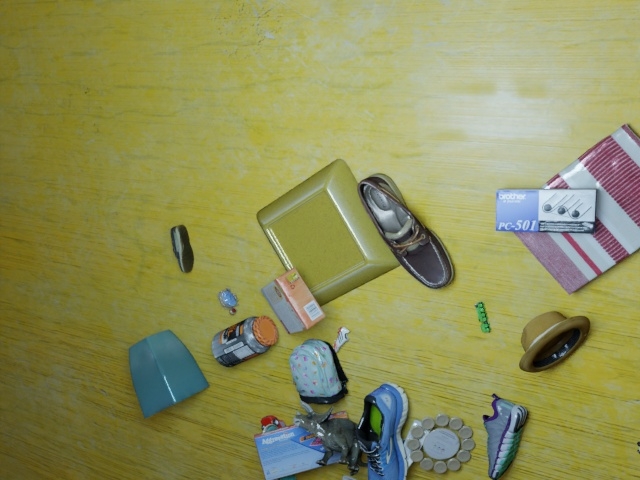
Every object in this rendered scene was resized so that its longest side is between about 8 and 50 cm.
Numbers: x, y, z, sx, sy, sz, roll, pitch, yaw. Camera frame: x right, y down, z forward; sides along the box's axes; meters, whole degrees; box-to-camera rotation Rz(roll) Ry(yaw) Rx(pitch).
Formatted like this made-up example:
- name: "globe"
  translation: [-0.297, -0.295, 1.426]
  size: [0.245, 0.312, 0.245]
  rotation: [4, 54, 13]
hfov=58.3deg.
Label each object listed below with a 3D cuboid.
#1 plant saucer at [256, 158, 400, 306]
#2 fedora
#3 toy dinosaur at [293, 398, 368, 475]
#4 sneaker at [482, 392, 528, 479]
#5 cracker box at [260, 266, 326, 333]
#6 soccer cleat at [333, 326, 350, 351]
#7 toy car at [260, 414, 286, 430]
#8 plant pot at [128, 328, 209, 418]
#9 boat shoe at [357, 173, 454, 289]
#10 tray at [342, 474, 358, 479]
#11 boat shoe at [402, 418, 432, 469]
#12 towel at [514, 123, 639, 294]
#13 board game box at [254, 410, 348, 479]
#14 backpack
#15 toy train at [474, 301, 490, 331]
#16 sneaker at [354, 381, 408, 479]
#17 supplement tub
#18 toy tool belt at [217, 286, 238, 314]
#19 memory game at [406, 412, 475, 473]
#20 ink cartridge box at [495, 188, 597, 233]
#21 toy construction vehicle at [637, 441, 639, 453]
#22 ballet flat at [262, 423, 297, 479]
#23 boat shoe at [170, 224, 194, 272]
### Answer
- name: "plant saucer"
  translation: [0.000, 0.000, 1.567]
  size: [0.333, 0.081, 0.332]
  rotation: [-31, 90, 29]
- name: "fedora"
  translation: [0.534, 0.227, 1.348]
  size: [0.194, 0.194, 0.079]
  rotation: [-58, 40, 26]
- name: "toy dinosaur"
  translation: [0.071, 0.565, 1.624]
  size: [0.314, 0.160, 0.121]
  rotation: [30, 140, -30]
- name: "sneaker"
  translation: [0.462, 0.510, 1.496]
  size: [0.098, 0.083, 0.223]
  rotation: [27, 111, 40]
- name: "cracker box"
  translation: [-0.080, 0.171, 1.587]
  size: [0.155, 0.067, 0.232]
  rotation: [57, 159, 1]
- name: "soccer cleat"
  translation: [0.061, 0.287, 1.644]
  size: [0.036, 0.029, 0.083]
  rotation: [22, 108, 24]
- name: "toy car"
  translation: [-0.104, 0.682, 1.818]
  size: [0.239, 0.053, 0.224]
  rotation: [28, 115, 17]
- name: "plant pot"
  translation: [-0.520, 0.428, 1.895]
  size: [0.166, 0.165, 0.234]
  rotation: [-32, 81, 29]
- name: "boat shoe"
  translation: [0.204, -0.017, 1.432]
  size: [0.123, 0.123, 0.342]
  rotation: [-34, 86, 22]
- name: "tray"
  translation: [0.130, 0.849, 1.762]
  size: [0.145, 0.030, 0.270]
  rotation: [11, 108, 22]
- name: "boat shoe"
  translation: [0.248, 0.584, 1.616]
  size: [0.063, 0.066, 0.184]
  rotation: [33, 117, 26]
- name: "towel"
  translation: [0.612, -0.063, 1.279]
  size: [0.329, 0.037, 0.237]
  rotation: [-42, 81, 27]
- name: "board game box"
  translation: [-0.043, 0.609, 1.703]
  size: [0.282, 0.027, 0.145]
  rotation: [-14, 100, -3]
- name: "backpack"
  translation: [-0.014, 0.378, 1.655]
  size: [0.152, 0.115, 0.181]
  rotation: [-8, 101, 28]
- name: "toy train"
  translation: [0.411, 0.194, 1.456]
  size: [0.024, 0.017, 0.083]
  rotation: [-12, 98, 39]
- name: "sneaker"
  translation: [0.150, 0.561, 1.572]
  size: [0.130, 0.147, 0.329]
  rotation: [1, 92, 47]
- name: "supplement tub"
  translation: [-0.228, 0.302, 1.739]
  size: [0.190, 0.117, 0.117]
  rotation: [-28, 90, 28]
- name: "toy tool belt"
  translation: [-0.278, 0.186, 1.769]
  size: [0.051, 0.052, 0.083]
  rotation: [-34, 88, 37]
- name: "memory game"
  translation: [0.326, 0.551, 1.558]
  size: [0.186, 0.012, 0.186]
  rotation: [1, 106, 2]
- name: "ink cartridge box"
  translation: [0.503, -0.067, 1.285]
  size: [0.207, 0.046, 0.097]
  rotation: [3, 100, 26]
- name: "toy construction vehicle"
  translation: [0.792, 0.481, 1.342]
  size: [0.098, 0.035, 0.086]
  rotation: [43, 107, 7]
- name: "ballet flat"
  translation: [-0.143, 0.676, 1.764]
  size: [0.086, 0.086, 0.248]
  rotation: [-12, 99, 28]
- name: "boat shoe"
  translation: [-0.437, 0.028, 1.805]
  size: [0.049, 0.056, 0.152]
  rotation: [-6, 92, 32]
